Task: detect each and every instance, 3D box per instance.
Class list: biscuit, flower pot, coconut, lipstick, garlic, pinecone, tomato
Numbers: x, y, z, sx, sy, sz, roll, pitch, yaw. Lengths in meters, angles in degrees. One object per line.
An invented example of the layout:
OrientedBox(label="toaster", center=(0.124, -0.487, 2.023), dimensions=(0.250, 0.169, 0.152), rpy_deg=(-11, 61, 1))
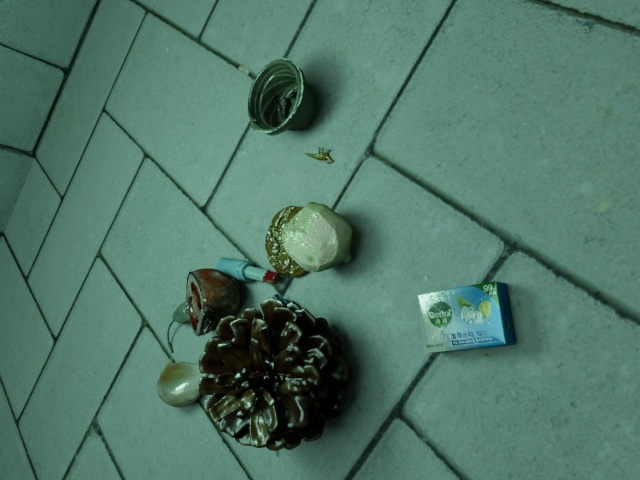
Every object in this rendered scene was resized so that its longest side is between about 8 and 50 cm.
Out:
OrientedBox(label="biscuit", center=(-0.089, 0.002, 1.616), dimensions=(0.225, 0.042, 0.226), rpy_deg=(-8, 77, 37))
OrientedBox(label="flower pot", center=(-0.102, -0.426, 1.647), dimensions=(0.235, 0.140, 0.236), rpy_deg=(-9, 76, 40))
OrientedBox(label="coconut", center=(0.002, -0.002, 1.456), dimensions=(0.194, 0.194, 0.195), rpy_deg=(-9, 76, 38))
OrientedBox(label="lipstick", center=(-0.226, 0.100, 1.687), dimensions=(0.273, 0.068, 0.061), rpy_deg=(9, 46, 42))
OrientedBox(label="garlic", center=(-0.447, 0.482, 1.789), dimensions=(0.266, 0.128, 0.149), rpy_deg=(-7, 89, 27))
OrientedBox(label="pinecone", center=(-0.135, 0.344, 1.379), dimensions=(0.397, 0.397, 0.399), rpy_deg=(-9, 76, 38))
OrientedBox(label="tomato", center=(-0.334, 0.187, 1.701), dimensions=(0.181, 0.155, 0.214), rpy_deg=(58, 145, 29))

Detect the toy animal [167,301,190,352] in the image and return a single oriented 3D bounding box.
OrientedBox(label="toy animal", center=(-0.492, 0.285, 1.873), dimensions=(0.253, 0.070, 0.079), rpy_deg=(-49, 39, 25))

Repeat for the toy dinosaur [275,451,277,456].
OrientedBox(label="toy dinosaur", center=(-0.156, 0.540, 1.568), dimensions=(0.058, 0.037, 0.180), rpy_deg=(-59, 41, 44))

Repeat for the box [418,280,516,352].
OrientedBox(label="box", center=(0.331, 0.177, 1.218), dimensions=(0.194, 0.073, 0.140), rpy_deg=(-16, 72, 36))

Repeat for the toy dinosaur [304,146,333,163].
OrientedBox(label="toy dinosaur", center=(-0.005, -0.261, 1.607), dimensions=(0.113, 0.026, 0.041), rpy_deg=(25, 114, 31))

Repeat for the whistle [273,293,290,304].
OrientedBox(label="whistle", center=(-0.108, 0.226, 1.559), dimensions=(0.090, 0.090, 0.158), rpy_deg=(-37, 60, 28))
